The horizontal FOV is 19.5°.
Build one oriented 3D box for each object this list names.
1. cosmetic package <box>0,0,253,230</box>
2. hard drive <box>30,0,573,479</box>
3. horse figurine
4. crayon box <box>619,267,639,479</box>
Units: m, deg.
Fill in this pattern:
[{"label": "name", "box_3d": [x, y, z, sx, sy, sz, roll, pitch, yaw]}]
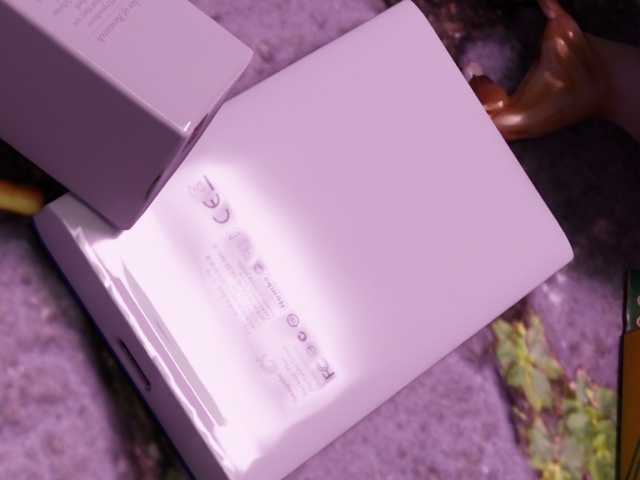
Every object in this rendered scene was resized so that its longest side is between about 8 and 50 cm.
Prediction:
[{"label": "cosmetic package", "box_3d": [-0.164, -0.123, 1.047, 0.231, 0.117, 0.085, 37, 54, -3]}, {"label": "hard drive", "box_3d": [0.000, 0.000, 1.173, 0.319, 0.040, 0.210, -33, 91, -36]}, {"label": "horse figurine", "box_3d": [0.219, -0.131, 1.359, 0.263, 0.066, 0.174, 14, 59, -26]}, {"label": "crayon box", "box_3d": [0.304, 0.178, 1.281, 0.202, 0.081, 0.318, 18, 62, -26]}]
